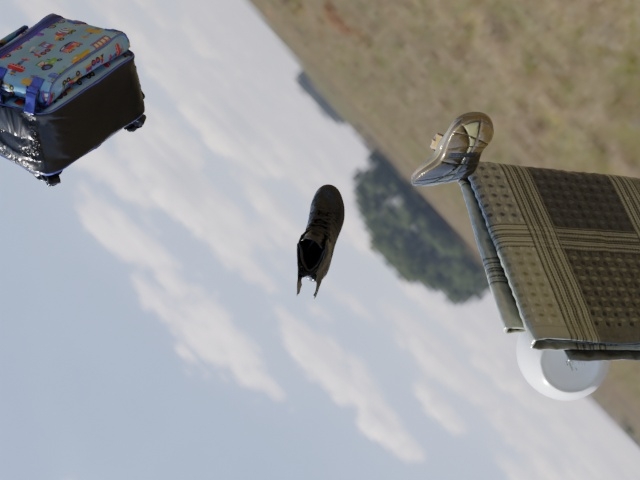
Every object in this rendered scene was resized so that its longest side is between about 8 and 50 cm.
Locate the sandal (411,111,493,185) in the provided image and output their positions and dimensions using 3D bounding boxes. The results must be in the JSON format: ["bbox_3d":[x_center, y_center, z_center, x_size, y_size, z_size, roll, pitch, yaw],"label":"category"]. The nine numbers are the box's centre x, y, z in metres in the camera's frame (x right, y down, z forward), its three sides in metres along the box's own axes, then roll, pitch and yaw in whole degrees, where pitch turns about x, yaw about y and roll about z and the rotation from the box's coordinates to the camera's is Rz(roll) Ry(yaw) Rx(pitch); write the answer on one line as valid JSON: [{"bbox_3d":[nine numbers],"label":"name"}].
[{"bbox_3d":[0.164,-0.118,1.791,0.180,0.072,0.049,119,146,-60],"label":"sandal"}]

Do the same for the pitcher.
[{"bbox_3d":[0.317,0.123,1.982,0.207,0.125,0.178,-83,-33,-83],"label":"pitcher"}]

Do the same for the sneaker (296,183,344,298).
[{"bbox_3d":[-0.003,-0.001,2.027,0.051,0.170,0.089,10,174,8],"label":"sneaker"}]

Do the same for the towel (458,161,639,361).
[{"bbox_3d":[0.352,0.030,1.877,0.312,0.056,0.324,4,-135,-21],"label":"towel"}]

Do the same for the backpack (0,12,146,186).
[{"bbox_3d":[-0.280,-0.149,1.417,0.173,0.158,0.117,20,132,31],"label":"backpack"}]
